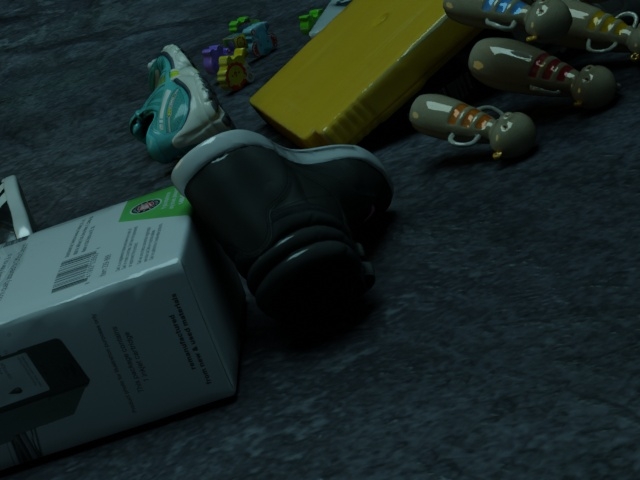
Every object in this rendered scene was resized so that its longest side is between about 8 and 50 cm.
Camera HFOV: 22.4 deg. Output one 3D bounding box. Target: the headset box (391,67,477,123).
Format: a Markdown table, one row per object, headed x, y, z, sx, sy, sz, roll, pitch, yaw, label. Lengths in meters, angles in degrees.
| x | y | z | sx | sy | sz | roll | pitch | yaw | label |
| --- | --- | --- | --- | --- | --- | --- | --- | --- | --- |
| 0.120 | -0.155 | 1.712 | 0.083 | 0.032 | 0.062 | -35 | 24 | -33 | headset box |

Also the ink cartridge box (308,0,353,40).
| x | y | z | sx | sy | sz | roll | pitch | yaw | label |
| --- | --- | --- | --- | --- | --- | --- | --- | --- | --- |
| 0.128 | -0.315 | 2.102 | 0.238 | 0.060 | 0.275 | -16 | 20 | 18 | ink cartridge box |

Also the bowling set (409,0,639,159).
| x | y | z | sx | sy | sz | roll | pitch | yaw | label |
| --- | --- | --- | --- | --- | --- | --- | --- | --- | --- |
| 0.208 | -0.214 | 1.523 | 0.154 | 0.200 | 0.287 | 19 | 45 | 32 | bowling set |

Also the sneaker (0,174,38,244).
| x | y | z | sx | sy | sz | roll | pitch | yaw | label |
| --- | --- | --- | --- | --- | --- | --- | --- | --- | --- |
| -0.362 | -0.003 | 1.716 | 0.121 | 0.079 | 0.217 | -22 | 20 | -7 | sneaker |

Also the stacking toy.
| x | y | z | sx | sy | sz | roll | pitch | yaw | label |
| --- | --- | --- | --- | --- | --- | --- | --- | --- | --- |
| -0.107 | -0.258 | 2.207 | 0.167 | 0.052 | 0.221 | 3 | 28 | 46 | stacking toy |

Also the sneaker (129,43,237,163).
| x | y | z | sx | sy | sz | roll | pitch | yaw | label |
| --- | --- | --- | --- | --- | --- | --- | --- | --- | --- |
| -0.182 | -0.160 | 1.941 | 0.110 | 0.107 | 0.275 | -31 | 19 | -2 | sneaker |

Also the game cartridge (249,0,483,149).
| x | y | z | sx | sy | sz | roll | pitch | yaw | label |
| --- | --- | --- | --- | --- | --- | --- | --- | --- | --- |
| 0.081 | -0.224 | 1.772 | 0.323 | 0.053 | 0.285 | -44 | 21 | -1 | game cartridge |

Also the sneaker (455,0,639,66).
| x | y | z | sx | sy | sz | roll | pitch | yaw | label |
| --- | --- | --- | --- | --- | --- | --- | --- | --- | --- |
| 0.272 | -0.246 | 1.737 | 0.297 | 0.111 | 0.129 | -15 | 30 | 35 | sneaker |

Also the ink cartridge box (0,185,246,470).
| x | y | z | sx | sy | sz | roll | pitch | yaw | label |
| --- | --- | --- | --- | --- | --- | --- | --- | --- | --- |
| -0.216 | 0.075 | 1.291 | 0.289 | 0.122 | 0.211 | -18 | 19 | 7 | ink cartridge box |

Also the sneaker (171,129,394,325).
| x | y | z | sx | sy | sz | roll | pitch | yaw | label |
| --- | --- | --- | --- | --- | --- | --- | --- | --- | --- |
| 0.000 | 0.000 | 1.334 | 0.104 | 0.147 | 0.295 | -38 | -19 | 21 | sneaker |
